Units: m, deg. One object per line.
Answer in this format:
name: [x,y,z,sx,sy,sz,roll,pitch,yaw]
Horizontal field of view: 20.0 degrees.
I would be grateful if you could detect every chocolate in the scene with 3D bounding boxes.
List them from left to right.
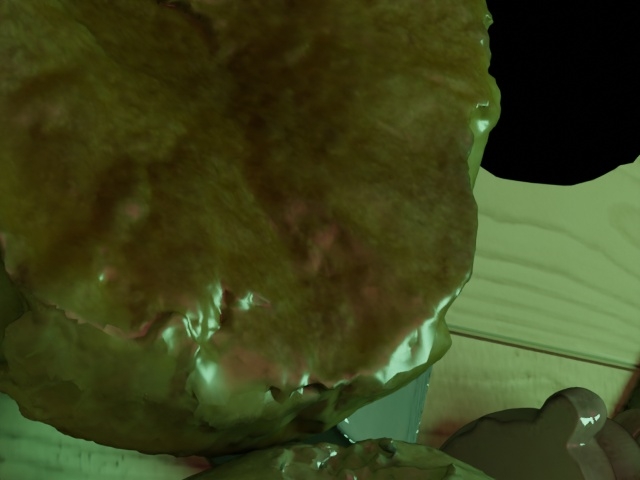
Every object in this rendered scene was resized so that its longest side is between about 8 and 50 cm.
chocolate: [0.092,-0.215,0.949,0.340,0.225,0.210,55,30,-37]

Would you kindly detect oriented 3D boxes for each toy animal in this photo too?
toy animal: [0.140,0.143,0.996,0.212,0.124,0.124,11,70,-63]

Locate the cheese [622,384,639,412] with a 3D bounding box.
cheese: [0.211,0.157,1.171,0.400,0.034,0.085,-46,118,-54]

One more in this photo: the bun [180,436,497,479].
bun: [-0.008,0.164,0.694,0.220,0.220,0.134,49,-3,-37]

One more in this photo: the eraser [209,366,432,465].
eraser: [0.000,0.000,0.849,0.174,0.081,0.227,51,40,-37]

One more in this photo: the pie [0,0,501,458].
pie: [-0.058,-0.073,0.712,0.339,0.083,0.339,20,56,-33]
